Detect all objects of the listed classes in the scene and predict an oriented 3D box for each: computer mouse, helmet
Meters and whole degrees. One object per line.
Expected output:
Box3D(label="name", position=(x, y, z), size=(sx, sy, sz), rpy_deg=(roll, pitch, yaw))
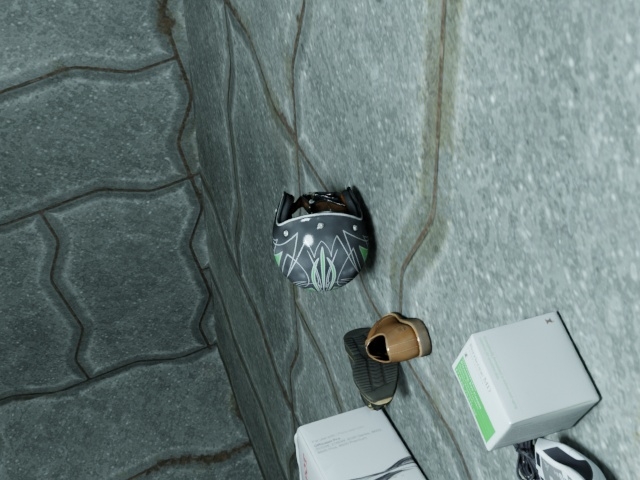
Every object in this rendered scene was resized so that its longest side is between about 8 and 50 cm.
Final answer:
Box3D(label="computer mouse", position=(0.254, 0.241, 0.964), size=(0.193, 0.042, 0.106), rpy_deg=(-142, 35, -70))
Box3D(label="helmet", position=(0.000, 0.000, 1.458), size=(0.161, 0.169, 0.169), rpy_deg=(-96, 4, -48))

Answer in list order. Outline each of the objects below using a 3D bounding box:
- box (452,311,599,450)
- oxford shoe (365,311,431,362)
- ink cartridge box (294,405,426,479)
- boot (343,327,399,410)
Box3D(label="box", position=(0.204, 0.143, 0.933), size=(0.087, 0.102, 0.101), rpy_deg=(104, 150, -58))
Box3D(label="oxford shoe", position=(0.098, 0.153, 1.411), size=(0.212, 0.076, 0.076), rpy_deg=(144, 109, -76))
Box3D(label="ink cartridge box", position=(0.105, 0.513, 1.543), size=(0.395, 0.166, 0.285), rpy_deg=(-125, 26, -52))
Box3D(label="boot", position=(0.096, 0.249, 1.539), size=(0.198, 0.077, 0.137), rpy_deg=(-104, 1, -65))
